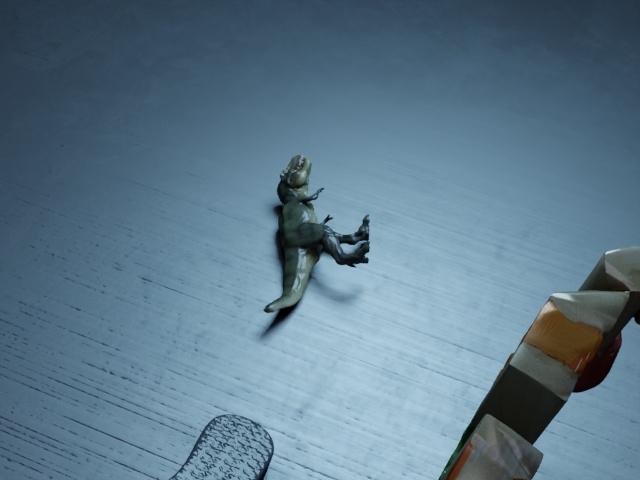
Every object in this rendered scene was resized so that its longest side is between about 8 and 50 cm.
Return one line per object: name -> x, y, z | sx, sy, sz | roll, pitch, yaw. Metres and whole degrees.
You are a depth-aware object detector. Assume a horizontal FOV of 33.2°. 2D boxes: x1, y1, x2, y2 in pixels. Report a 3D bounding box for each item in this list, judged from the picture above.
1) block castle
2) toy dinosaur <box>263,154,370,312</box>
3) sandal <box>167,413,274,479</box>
block castle -> 0.240, 0.251, 0.877 | 0.303, 0.213, 0.453 | 31, 53, 9
toy dinosaur -> 0.000, 0.000, 1.281 | 0.118, 0.064, 0.268 | 2, 41, 1
sandal -> -0.116, 0.250, 0.955 | 0.097, 0.054, 0.254 | 30, 33, 14
